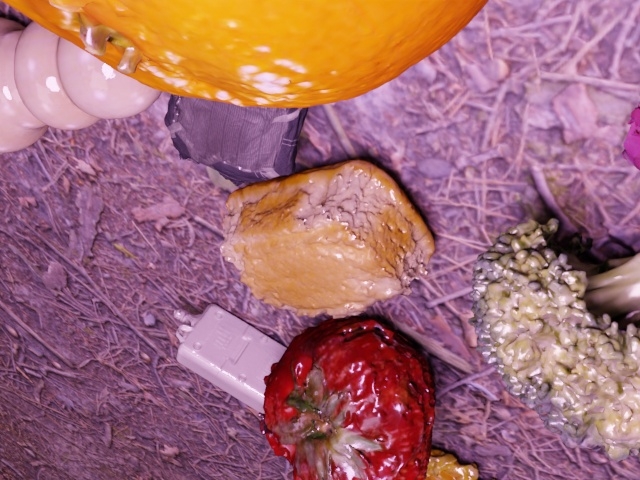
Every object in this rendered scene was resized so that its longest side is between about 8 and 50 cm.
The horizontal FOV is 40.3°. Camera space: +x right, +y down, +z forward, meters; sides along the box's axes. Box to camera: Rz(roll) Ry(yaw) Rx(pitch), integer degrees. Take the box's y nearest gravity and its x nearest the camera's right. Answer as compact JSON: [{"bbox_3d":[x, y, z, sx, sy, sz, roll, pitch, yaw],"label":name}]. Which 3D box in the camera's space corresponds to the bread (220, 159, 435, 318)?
[{"bbox_3d":[0.000,0.000,0.987,0.245,0.121,0.174,-9,127,46],"label":"bread"}]

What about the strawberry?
[{"bbox_3d":[0.052,0.228,1.151,0.274,0.220,0.274,6,99,44],"label":"strawberry"}]

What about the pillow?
[{"bbox_3d":[-0.083,-0.168,0.880,0.161,0.093,0.335,31,145,12],"label":"pillow"}]

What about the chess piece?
[{"bbox_3d":[-0.299,-0.189,0.983,0.299,0.167,0.167,-3,131,30],"label":"chess piece"}]

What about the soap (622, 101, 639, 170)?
[{"bbox_3d":[0.351,-0.062,0.626,0.249,0.162,0.099,24,149,14],"label":"soap"}]

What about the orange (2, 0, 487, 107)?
[{"bbox_3d":[-0.062,-0.251,0.520,0.423,0.326,0.424,16,169,3],"label":"orange"}]

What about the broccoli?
[{"bbox_3d":[0.288,0.096,0.805,0.288,0.236,0.259,11,161,-37],"label":"broccoli"}]

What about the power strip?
[{"bbox_3d":[-0.081,0.201,1.302,0.338,0.098,0.058,32,147,2],"label":"power strip"}]

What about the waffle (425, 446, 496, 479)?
[{"bbox_3d":[0.179,0.404,1.379,0.280,0.060,0.262,8,134,28],"label":"waffle"}]
